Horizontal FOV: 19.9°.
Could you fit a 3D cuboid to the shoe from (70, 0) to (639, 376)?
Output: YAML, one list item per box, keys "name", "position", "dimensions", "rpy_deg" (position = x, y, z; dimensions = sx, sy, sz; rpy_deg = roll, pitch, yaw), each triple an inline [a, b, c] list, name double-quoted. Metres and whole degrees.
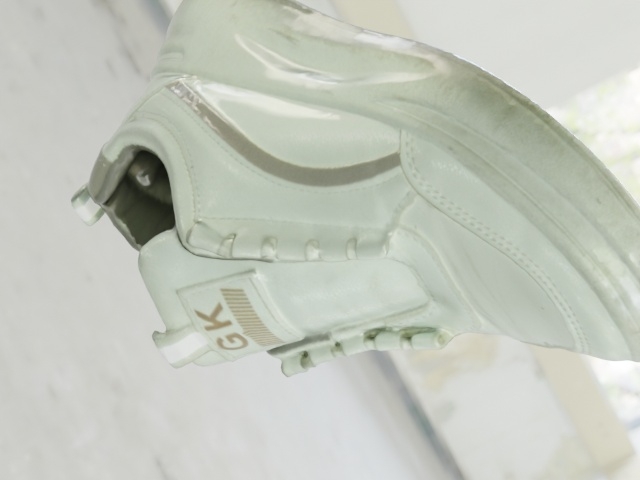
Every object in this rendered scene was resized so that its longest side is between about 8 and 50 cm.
- name: "shoe"
  position: [0.000, 0.000, 0.767]
  dimensions: [0.316, 0.159, 0.124]
  rpy_deg: [33, -16, 47]
